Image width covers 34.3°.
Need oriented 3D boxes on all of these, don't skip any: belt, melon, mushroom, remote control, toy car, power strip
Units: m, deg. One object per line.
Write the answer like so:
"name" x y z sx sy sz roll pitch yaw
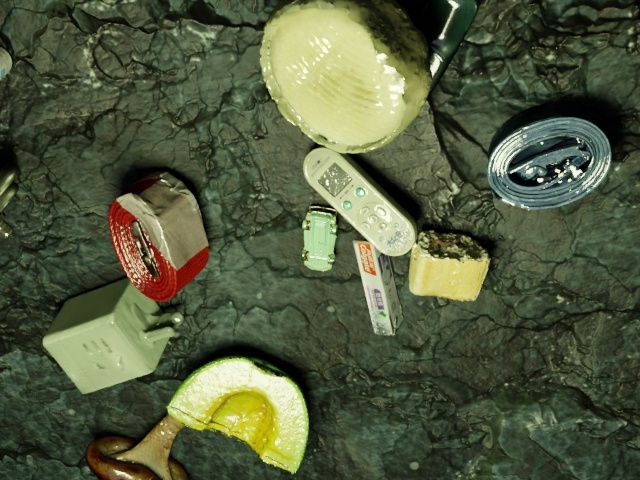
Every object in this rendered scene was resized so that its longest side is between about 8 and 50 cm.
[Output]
"belt" -0.263 -0.012 1.728 0.128 0.124 0.201 4 121 32
"melon" -0.125 0.287 1.905 0.265 0.129 0.169 27 102 -3
"mushroom" -0.324 0.393 2.023 0.226 0.148 0.218 24 107 -15
"remote control" 0.065 -0.065 1.649 0.221 0.042 0.078 44 123 -1
"toy car" 0.000 0.000 1.732 0.059 0.035 0.122 9 133 6
"remote control" 0.159 -0.274 1.512 0.072 0.042 0.222 24 125 -3
"power strip" -0.354 0.160 1.848 0.224 0.139 0.140 -20 116 23
"belt" 0.337 -0.123 1.551 0.190 0.082 0.141 -18 112 20

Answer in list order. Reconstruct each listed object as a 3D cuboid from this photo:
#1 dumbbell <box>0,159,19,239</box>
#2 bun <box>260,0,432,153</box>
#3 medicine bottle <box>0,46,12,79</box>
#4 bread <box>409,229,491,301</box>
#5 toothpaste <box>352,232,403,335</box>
"dumbbell" -0.617 -0.107 1.695 0.192 0.192 0.290 -36 109 29
"bun" 0.041 -0.259 1.477 0.259 0.152 0.259 23 139 22
"medicine bottle" -0.525 -0.268 1.631 0.052 0.089 0.052 6 124 8
"bread" 0.204 0.039 1.690 0.125 0.082 0.106 7 135 -4
"toothpaste" 0.099 0.071 1.754 0.040 0.047 0.196 3 125 27
